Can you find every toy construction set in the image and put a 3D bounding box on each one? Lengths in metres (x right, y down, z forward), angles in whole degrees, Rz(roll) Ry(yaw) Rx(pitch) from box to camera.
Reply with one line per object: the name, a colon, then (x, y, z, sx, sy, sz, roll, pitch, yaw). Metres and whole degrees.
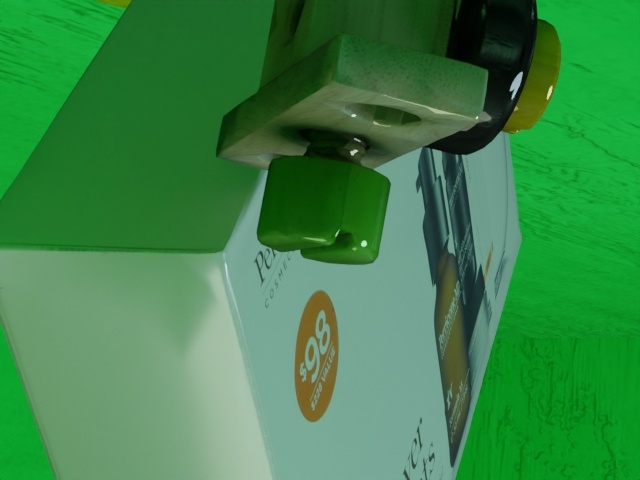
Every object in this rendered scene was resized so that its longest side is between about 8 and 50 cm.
toy construction set: (-0.060, -0.118, 0.518, 0.257, 0.237, 0.309, 9, 175, -43)

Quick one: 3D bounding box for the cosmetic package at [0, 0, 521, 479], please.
cosmetic package: (0.000, 0.000, 0.763, 0.097, 0.377, 0.284, 0, 128, 19)

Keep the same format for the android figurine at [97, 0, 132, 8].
android figurine: (-0.138, -0.173, 0.848, 0.273, 0.056, 0.248, 24, 174, -38)
